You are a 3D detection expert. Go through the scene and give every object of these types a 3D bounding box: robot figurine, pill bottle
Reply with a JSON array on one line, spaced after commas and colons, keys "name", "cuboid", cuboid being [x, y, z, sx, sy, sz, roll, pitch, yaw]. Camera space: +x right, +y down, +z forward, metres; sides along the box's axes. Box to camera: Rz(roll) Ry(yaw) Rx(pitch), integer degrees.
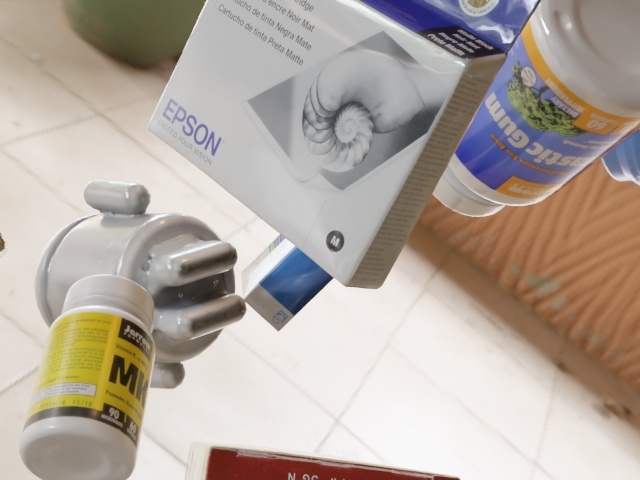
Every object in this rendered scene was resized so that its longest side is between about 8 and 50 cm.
[{"name": "robot figurine", "cuboid": [-0.259, 0.061, 1.497, 0.353, 0.299, 0.200, 0, 9, 45]}, {"name": "pill bottle", "cuboid": [-0.238, 0.145, 1.146, 0.119, 0.119, 0.208, 27, 42, -25]}, {"name": "pill bottle", "cuboid": [0.195, -0.123, 0.986, 0.152, 0.272, 0.152, 8, 65, -18]}]

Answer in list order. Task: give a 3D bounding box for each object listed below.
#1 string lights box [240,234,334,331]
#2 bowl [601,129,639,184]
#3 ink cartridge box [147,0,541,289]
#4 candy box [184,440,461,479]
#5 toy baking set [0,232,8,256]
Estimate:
[{"name": "string lights box", "cuboid": [0.000, 0.000, 1.583, 0.077, 0.260, 0.133, 44, 8, -15]}, {"name": "bowl", "cuboid": [0.460, -0.268, 1.567, 0.077, 0.391, 0.391, 0, 3, 28]}, {"name": "ink cartridge box", "cuboid": [0.005, -0.118, 0.721, 0.223, 0.224, 0.045, 37, 17, 33]}, {"name": "candy box", "cuboid": [-0.017, 0.217, 0.893, 0.183, 0.087, 0.316, 9, -11, -7]}, {"name": "toy baking set", "cuboid": [-0.480, 0.000, 1.325, 0.197, 0.030, 0.256, 3, -9, -4]}]
